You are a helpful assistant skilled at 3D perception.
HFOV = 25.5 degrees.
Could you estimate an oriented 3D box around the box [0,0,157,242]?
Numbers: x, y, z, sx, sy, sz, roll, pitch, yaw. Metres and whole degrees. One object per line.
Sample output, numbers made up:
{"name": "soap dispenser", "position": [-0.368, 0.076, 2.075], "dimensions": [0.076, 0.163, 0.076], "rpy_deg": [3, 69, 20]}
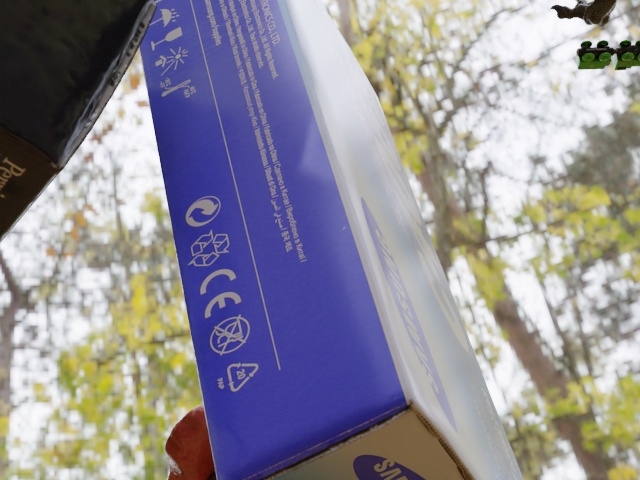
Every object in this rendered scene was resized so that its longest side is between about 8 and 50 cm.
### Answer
{"name": "box", "position": [-0.198, -0.084, 0.573], "dimensions": [0.207, 0.108, 0.153], "rpy_deg": [33, -42, -14]}

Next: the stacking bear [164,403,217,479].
{"name": "stacking bear", "position": [-0.003, 0.284, 1.222], "dimensions": [0.164, 0.289, 0.175], "rpy_deg": [-13, -45, -40]}

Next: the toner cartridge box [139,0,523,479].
{"name": "toner cartridge box", "position": [0.000, 0.000, 0.617], "dimensions": [0.075, 0.348, 0.165], "rpy_deg": [-27, -47, 10]}

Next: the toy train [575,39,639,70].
{"name": "toy train", "position": [0.230, -0.137, 1.049], "dimensions": [0.083, 0.017, 0.024], "rpy_deg": [-1, -30, -4]}

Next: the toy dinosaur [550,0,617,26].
{"name": "toy dinosaur", "position": [0.161, -0.194, 0.846], "dimensions": [0.064, 0.268, 0.118], "rpy_deg": [-12, -22, -30]}
